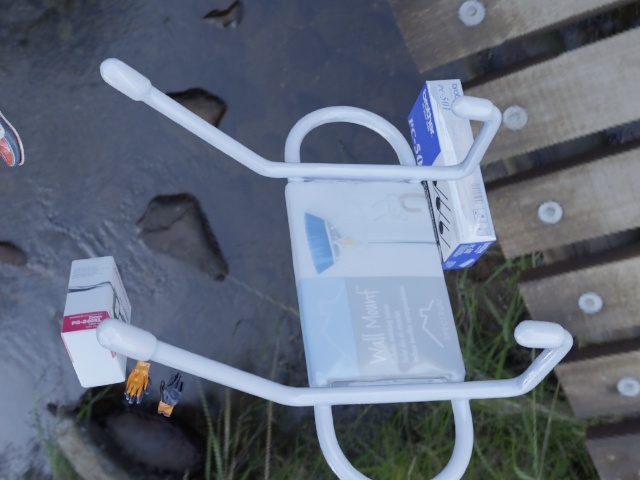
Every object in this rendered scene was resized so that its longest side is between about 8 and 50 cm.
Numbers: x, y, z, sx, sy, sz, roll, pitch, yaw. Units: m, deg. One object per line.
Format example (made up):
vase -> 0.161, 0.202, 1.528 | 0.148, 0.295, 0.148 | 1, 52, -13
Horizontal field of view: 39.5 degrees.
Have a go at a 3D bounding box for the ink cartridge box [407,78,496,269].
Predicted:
ink cartridge box -> 0.154, -0.078, 1.066 | 0.046, 0.207, 0.097 | -5, 161, -11

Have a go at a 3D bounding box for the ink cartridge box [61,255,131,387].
ink cartridge box -> -0.311, 0.110, 1.246 | 0.063, 0.150, 0.109 | -9, 130, 0

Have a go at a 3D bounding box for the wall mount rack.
wall mount rack -> 0.000, 0.000, 0.629 | 0.304, 0.350, 0.130 | 0, 146, -13

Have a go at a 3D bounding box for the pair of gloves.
pair of gloves -> -0.245, 0.217, 1.317 | 0.083, 0.074, 0.010 | 21, 137, -7

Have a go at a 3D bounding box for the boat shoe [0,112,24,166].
boat shoe -> -0.481, -0.167, 1.299 | 0.049, 0.043, 0.137 | -16, 105, 39
